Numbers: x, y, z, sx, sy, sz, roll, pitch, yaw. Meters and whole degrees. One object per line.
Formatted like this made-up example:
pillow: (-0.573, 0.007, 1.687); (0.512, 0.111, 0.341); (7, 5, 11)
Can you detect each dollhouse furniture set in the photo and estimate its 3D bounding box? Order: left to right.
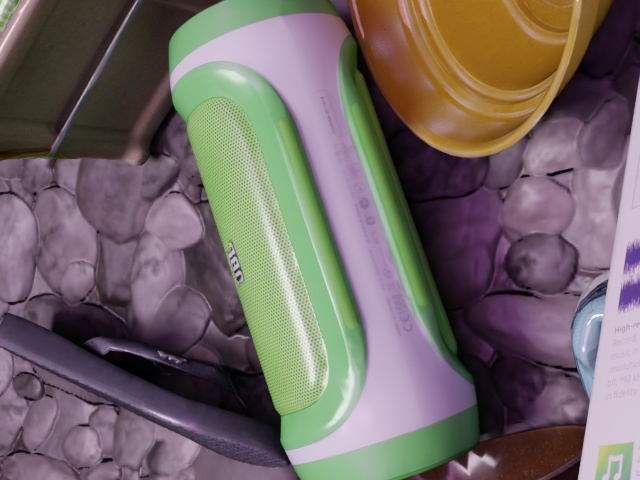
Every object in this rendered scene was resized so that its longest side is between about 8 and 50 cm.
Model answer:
dollhouse furniture set: (-0.142, -0.207, 0.655); (0.151, 0.197, 0.302); (42, 108, 18)

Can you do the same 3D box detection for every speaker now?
speaker: (0.000, 0.000, 0.629); (0.131, 0.131, 0.297); (-22, 81, 26)

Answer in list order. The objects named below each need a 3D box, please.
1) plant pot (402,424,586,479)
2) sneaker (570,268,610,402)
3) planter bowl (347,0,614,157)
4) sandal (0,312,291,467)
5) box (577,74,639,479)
plant pot: (0.088, 0.246, 0.546); (0.215, 0.215, 0.231); (-22, 84, 26)
sneaker: (0.212, 0.143, 0.527); (0.110, 0.122, 0.283); (-38, 75, 23)
planter bowl: (0.104, -0.161, 0.571); (0.217, 0.090, 0.217); (37, 134, 51)
sandal: (-0.129, 0.093, 0.721); (0.254, 0.097, 0.055); (20, 73, 24)
box: (0.222, -0.039, 0.412); (0.232, 0.058, 0.322); (-29, 42, 58)
